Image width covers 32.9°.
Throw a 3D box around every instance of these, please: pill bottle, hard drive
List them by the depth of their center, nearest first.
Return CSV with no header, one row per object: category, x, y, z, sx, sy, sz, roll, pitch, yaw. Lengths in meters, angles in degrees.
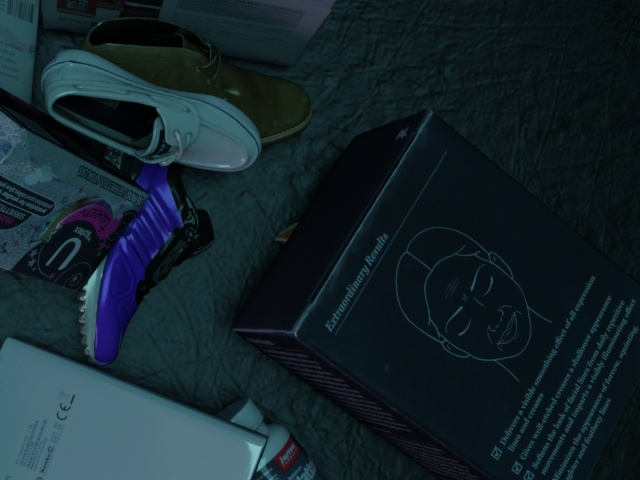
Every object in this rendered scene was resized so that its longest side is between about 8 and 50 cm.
hard drive,-0.244,0.263,1.226,0.318,0.040,0.210,21,88,6
pill bottle,-0.063,0.281,1.290,0.108,0.108,0.180,-38,98,-12

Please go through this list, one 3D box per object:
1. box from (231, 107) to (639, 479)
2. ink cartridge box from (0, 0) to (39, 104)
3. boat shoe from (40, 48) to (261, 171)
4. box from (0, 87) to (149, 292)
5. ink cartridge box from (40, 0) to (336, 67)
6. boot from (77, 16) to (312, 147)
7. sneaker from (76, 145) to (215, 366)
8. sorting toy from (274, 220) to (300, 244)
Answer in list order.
box,0.153,0.094,1.262,0.395,0.212,0.293,38,74,-17
ink cartridge box,-0.393,-0.221,1.188,0.093,0.154,0.212,2,88,23
boat shoe,-0.180,-0.119,1.176,0.258,0.084,0.095,16,127,-24
box,-0.320,-0.061,1.105,0.163,0.247,0.142,37,92,22
ink cartridge box,-0.142,-0.313,1.195,0.309,0.272,0.130,7,79,-14
boot,-0.135,-0.182,1.252,0.305,0.115,0.112,3,48,-28
sneaker,-0.197,0.007,1.266,0.146,0.102,0.293,10,86,-14
sorting toy,0.000,0.000,1.353,0.083,0.045,0.075,46,60,-9
